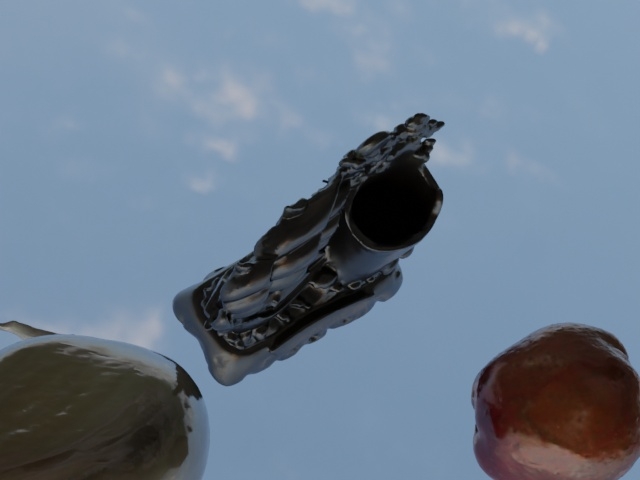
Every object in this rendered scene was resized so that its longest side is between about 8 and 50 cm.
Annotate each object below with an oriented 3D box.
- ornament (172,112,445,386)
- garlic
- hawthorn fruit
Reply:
[{"bbox_3d":[0.000,0.000,1.603,0.251,0.260,0.106,-30,-104,-22],"label":"ornament"},{"bbox_3d":[-0.200,0.198,1.349,0.246,0.231,0.340,-1,-161,10],"label":"garlic"},{"bbox_3d":[0.180,0.130,1.408,0.138,0.133,0.133,-15,-131,0],"label":"hawthorn fruit"}]
